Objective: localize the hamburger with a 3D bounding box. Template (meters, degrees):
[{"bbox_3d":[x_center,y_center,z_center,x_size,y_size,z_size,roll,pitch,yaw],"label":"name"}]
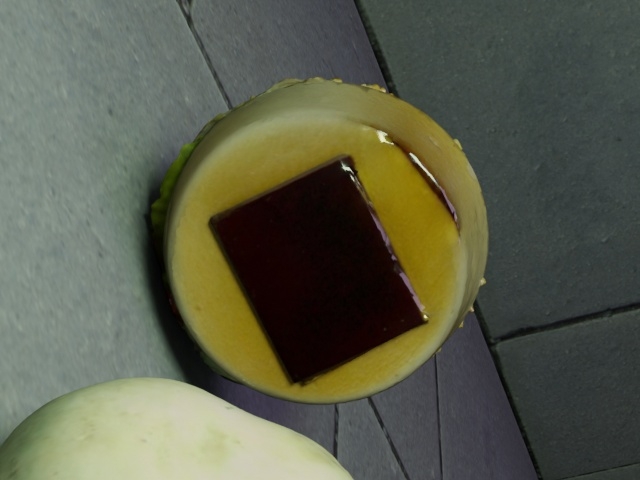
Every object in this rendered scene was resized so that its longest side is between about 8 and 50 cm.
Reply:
[{"bbox_3d":[0.000,0.000,1.126,0.170,0.302,0.302,-74,147,-77],"label":"hamburger"}]

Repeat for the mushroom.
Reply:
[{"bbox_3d":[-0.091,0.216,0.754,0.254,0.234,0.260,-1,35,-40],"label":"mushroom"}]
